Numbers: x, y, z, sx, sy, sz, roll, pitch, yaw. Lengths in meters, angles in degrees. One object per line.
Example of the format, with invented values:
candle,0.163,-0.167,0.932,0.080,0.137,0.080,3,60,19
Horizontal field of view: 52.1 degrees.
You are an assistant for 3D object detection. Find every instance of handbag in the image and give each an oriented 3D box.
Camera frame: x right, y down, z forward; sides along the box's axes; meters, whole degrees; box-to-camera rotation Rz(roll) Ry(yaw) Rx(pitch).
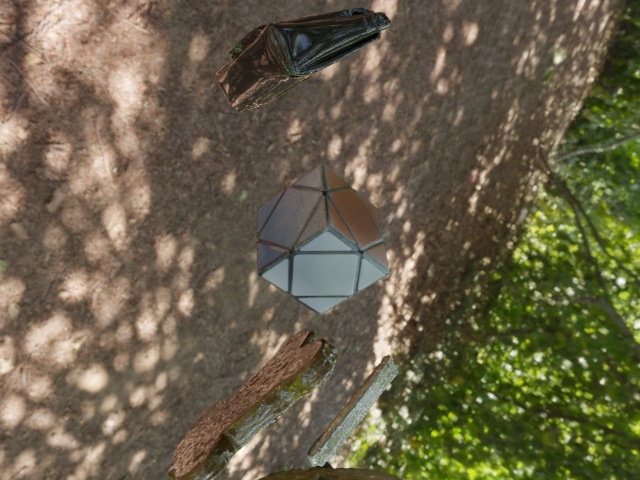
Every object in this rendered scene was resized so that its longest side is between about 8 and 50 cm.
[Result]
handbag,-0.038,-0.343,1.197,0.257,0.285,0.113,-27,99,-27

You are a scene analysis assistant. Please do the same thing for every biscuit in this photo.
biscuit,-0.133,0.340,1.328,0.394,0.076,0.368,-42,-175,-8

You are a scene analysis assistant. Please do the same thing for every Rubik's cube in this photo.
Rubik's cube,0.000,0.000,1.406,0.205,0.205,0.207,-33,131,26

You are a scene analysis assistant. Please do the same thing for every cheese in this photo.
cheese,0.098,0.487,1.869,0.400,0.034,0.085,-43,126,-32

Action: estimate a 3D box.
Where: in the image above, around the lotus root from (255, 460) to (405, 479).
lotus root,0.026,0.341,0.661,0.267,0.260,0.149,10,87,-53
